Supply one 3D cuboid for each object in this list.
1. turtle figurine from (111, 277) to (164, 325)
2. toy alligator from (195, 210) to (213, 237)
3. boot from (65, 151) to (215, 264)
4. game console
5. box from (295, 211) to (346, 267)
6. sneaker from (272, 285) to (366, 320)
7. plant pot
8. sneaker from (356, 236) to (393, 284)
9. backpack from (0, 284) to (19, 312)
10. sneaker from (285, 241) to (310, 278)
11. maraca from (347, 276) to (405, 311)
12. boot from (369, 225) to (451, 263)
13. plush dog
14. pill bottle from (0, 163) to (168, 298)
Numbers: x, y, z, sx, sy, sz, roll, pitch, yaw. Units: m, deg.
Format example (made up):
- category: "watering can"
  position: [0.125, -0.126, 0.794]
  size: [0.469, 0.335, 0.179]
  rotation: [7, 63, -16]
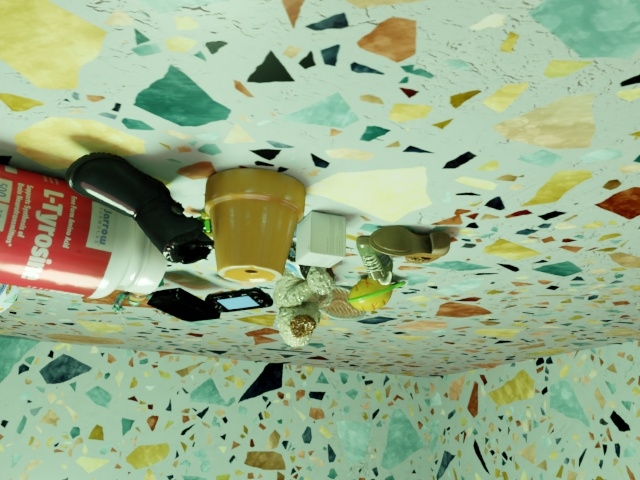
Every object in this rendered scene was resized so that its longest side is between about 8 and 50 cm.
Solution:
- category: "turtle figurine"
  position: [-0.565, 0.171, 2.065]
  size: [0.175, 0.118, 0.234]
  rotation: [-9, 151, -29]
- category: "toy alligator"
  position: [-0.258, -0.041, 1.507]
  size: [0.190, 0.056, 0.051]
  rotation: [0, -158, 6]
- category: "boot"
  position: [-0.323, -0.054, 1.229]
  size: [0.207, 0.094, 0.246]
  rotation: [44, -170, 31]
- category: "game console"
  position: [-0.320, 0.184, 1.989]
  size: [0.362, 0.043, 0.213]
  rotation: [-10, 154, 25]
- category: "box"
  position: [0.000, 0.000, 1.512]
  size: [0.087, 0.101, 0.101]
  rotation: [7, 162, -20]
- category: "sneaker"
  position: [0.002, 0.203, 2.127]
  size: [0.302, 0.108, 0.121]
  rotation: [8, 163, 8]
- category: "plant pot"
  position: [-0.136, -0.018, 1.335]
  size: [0.205, 0.187, 0.205]
  rotation: [2, 162, 1]
- category: "sneaker"
  position: [0.143, 0.057, 1.689]
  size: [0.064, 0.086, 0.192]
  rotation: [-6, 160, 23]
- category: "backpack"
  position: [-0.893, 0.078, 1.649]
  size: [0.264, 0.276, 0.213]
  rotation: [-7, 165, -15]
- category: "sneaker"
  position: [-0.079, 0.047, 1.739]
  size: [0.073, 0.063, 0.162]
  rotation: [6, 152, 32]
- category: "maraca"
  position: [0.165, 0.152, 1.964]
  size: [0.186, 0.099, 0.127]
  rotation: [-17, -179, -26]
- category: "boot"
  position: [0.212, 0.021, 1.604]
  size: [0.197, 0.072, 0.152]
  rotation: [4, 166, 2]
- category: "plush dog"
  position: [-0.065, 0.189, 1.888]
  size: [0.211, 0.225, 0.262]
  rotation: [3, 162, -1]
- category: "pill bottle"
  position: [-0.527, -0.008, 1.350]
  size: [0.408, 0.228, 0.229]
  rotation: [14, 158, -33]
